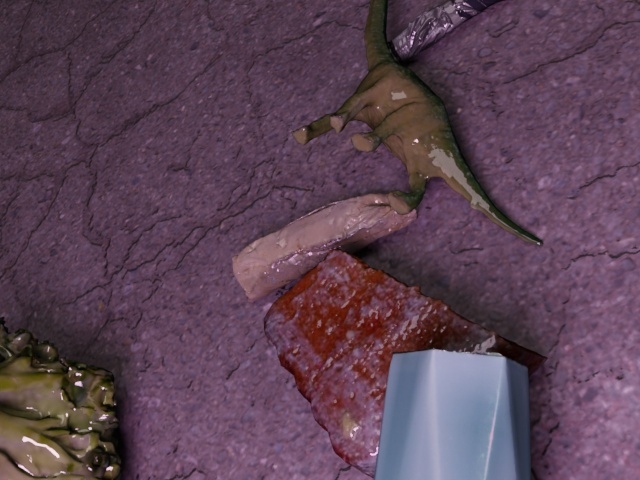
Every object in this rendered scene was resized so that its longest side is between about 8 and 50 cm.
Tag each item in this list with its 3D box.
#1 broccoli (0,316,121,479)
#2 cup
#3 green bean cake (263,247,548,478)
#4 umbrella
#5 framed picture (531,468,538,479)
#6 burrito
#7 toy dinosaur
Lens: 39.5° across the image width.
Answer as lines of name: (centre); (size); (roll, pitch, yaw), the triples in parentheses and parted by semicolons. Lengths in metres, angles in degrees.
broccoli: (-0.351, 0.219, 0.963); (0.288, 0.246, 0.247); (14, 77, 45)
cup: (0.097, 0.207, 0.692); (0.148, 0.134, 0.235); (-4, 71, 28)
green bean cake: (0.068, 0.102, 0.870); (0.198, 0.097, 0.232); (-43, 46, 1)
umbrella: (0.153, -0.278, 1.113); (0.188, 0.050, 0.046); (-30, 77, 12)
framed picture: (0.134, 0.365, 0.695); (0.241, 0.020, 0.324); (-34, 46, 9)
burrito: (0.000, 0.002, 1.014); (0.230, 0.058, 0.063); (-27, 46, 17)
toy dinosaur: (0.122, -0.172, 1.042); (0.447, 0.087, 0.301); (38, 53, 17)
